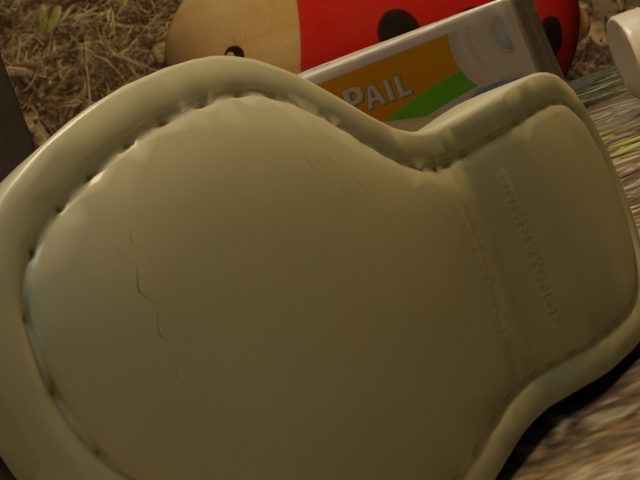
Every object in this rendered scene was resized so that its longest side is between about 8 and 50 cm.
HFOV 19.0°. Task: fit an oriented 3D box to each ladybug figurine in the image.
[{"bbox_3d":[0.074,-0.185,1.904,0.449,0.162,0.305,-11,-44,-17],"label":"ladybug figurine"}]

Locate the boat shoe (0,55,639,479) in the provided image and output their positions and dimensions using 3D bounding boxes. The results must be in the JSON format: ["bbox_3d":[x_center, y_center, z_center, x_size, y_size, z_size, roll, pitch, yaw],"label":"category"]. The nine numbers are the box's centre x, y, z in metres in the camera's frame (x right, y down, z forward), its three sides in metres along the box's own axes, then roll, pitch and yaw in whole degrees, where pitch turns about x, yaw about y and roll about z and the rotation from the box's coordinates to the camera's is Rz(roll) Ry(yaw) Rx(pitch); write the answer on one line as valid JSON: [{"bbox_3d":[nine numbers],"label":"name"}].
[{"bbox_3d":[-0.008,0.018,0.452,0.091,0.109,0.305,-19,-2,27],"label":"boat shoe"}]

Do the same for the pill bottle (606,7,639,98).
[{"bbox_3d":[0.318,-0.173,1.517,0.169,0.094,0.094,-21,4,-5],"label":"pill bottle"}]

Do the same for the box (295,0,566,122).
[{"bbox_3d":[0.021,-0.031,0.915,0.203,0.114,0.103,-21,3,14],"label":"box"}]

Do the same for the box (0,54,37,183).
[{"bbox_3d":[-0.509,0.039,1.482,0.472,0.297,0.480,-17,4,18],"label":"box"}]
